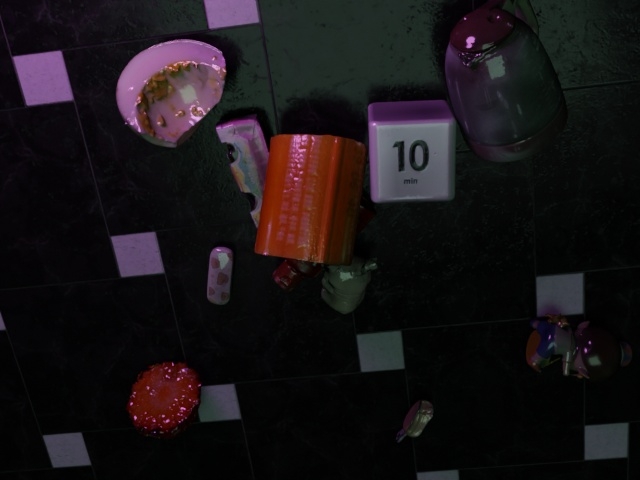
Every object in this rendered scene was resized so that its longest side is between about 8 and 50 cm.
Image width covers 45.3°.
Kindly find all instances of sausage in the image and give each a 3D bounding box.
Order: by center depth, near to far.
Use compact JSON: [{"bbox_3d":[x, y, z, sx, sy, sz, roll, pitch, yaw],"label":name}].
[{"bbox_3d":[-0.020,-0.094,1.776,0.233,0.233,0.287,9,89,-1],"label":"sausage"}]

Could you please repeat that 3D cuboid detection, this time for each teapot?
[{"bbox_3d":[0.398,-0.384,1.651,0.233,0.315,0.312,8,146,36],"label":"teapot"}]

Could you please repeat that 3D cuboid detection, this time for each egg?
[{"bbox_3d":[-0.342,-0.331,1.779,0.206,0.162,0.271,40,76,20],"label":"egg"}]

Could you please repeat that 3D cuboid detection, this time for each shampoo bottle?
[{"bbox_3d":[0.000,0.000,1.944,0.118,0.076,0.314,38,110,-15],"label":"shampoo bottle"}]

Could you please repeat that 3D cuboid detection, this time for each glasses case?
[{"bbox_3d":[-0.263,0.094,2.018,0.063,0.041,0.164,8,114,-1],"label":"glasses case"}]

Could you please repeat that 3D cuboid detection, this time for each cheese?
[{"bbox_3d":[0.257,0.516,2.143,0.048,0.092,0.171,30,112,-2],"label":"cheese"}]

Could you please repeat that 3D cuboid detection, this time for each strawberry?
[{"bbox_3d":[-0.405,0.467,2.118,0.234,0.234,0.178,-13,138,9],"label":"strawberry"}]

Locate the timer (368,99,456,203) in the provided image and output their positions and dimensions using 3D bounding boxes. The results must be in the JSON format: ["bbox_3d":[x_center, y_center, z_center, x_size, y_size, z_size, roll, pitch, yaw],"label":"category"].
[{"bbox_3d":[0.209,-0.208,1.778,0.192,0.194,0.195,-2,114,4],"label":"timer"}]

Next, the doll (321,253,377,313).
[{"bbox_3d":[0.064,0.106,1.953,0.149,0.095,0.192,1,132,-7],"label":"doll"}]

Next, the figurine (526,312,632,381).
[{"bbox_3d":[0.678,0.290,2.000,0.276,0.161,0.158,15,154,-1],"label":"figurine"}]

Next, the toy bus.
[{"bbox_3d":[-0.163,-0.173,1.873,0.112,0.090,0.274,-19,111,4],"label":"toy bus"}]
